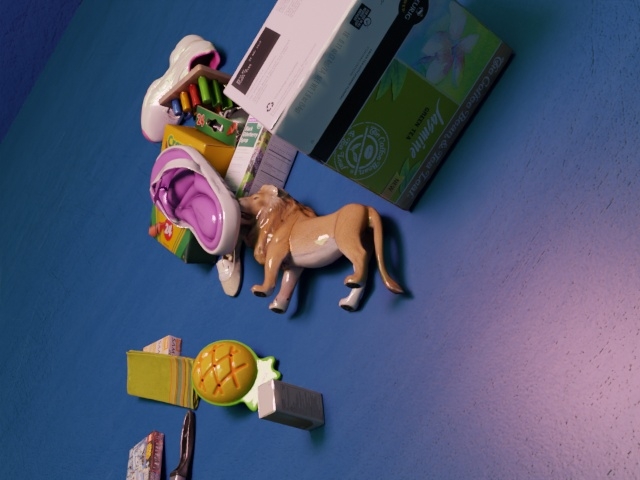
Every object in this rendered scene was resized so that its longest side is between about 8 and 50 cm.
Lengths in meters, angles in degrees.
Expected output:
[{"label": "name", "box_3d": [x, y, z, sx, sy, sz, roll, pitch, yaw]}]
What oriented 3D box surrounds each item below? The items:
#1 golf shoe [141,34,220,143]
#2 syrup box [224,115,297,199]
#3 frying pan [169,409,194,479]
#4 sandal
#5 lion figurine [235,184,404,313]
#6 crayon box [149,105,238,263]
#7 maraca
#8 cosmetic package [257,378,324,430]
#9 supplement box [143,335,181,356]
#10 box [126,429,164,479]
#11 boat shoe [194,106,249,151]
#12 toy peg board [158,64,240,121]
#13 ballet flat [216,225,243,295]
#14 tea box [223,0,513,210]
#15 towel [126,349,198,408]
[{"label": "golf shoe", "box_3d": [-0.363, -0.387, 2.094, 0.140, 0.115, 0.306, 30, 95, 49]}, {"label": "syrup box", "box_3d": [-0.121, -0.172, 1.704, 0.093, 0.096, 0.237, 13, 81, 52]}, {"label": "frying pan", "box_3d": [-0.256, 0.494, 1.531, 0.197, 0.053, 0.326, 0, 73, 49]}, {"label": "sandal", "box_3d": [-0.281, -0.096, 1.623, 0.416, 0.102, 0.169, 30, 112, 53]}, {"label": "lion figurine", "box_3d": [0.000, 0.000, 1.463, 0.392, 0.142, 0.240, -2, 60, 34]}, {"label": "crayon box", "box_3d": [-0.286, -0.130, 1.794, 0.202, 0.081, 0.318, 29, 112, 50]}, {"label": "maraca", "box_3d": [-0.161, 0.253, 1.517, 0.186, 0.099, 0.127, 11, 73, 26]}, {"label": "cosmetic package", "box_3d": [-0.049, 0.276, 1.354, 0.041, 0.115, 0.060, -33, 47, 34]}, {"label": "supplement box", "box_3d": [-0.350, 0.254, 1.777, 0.098, 0.036, 0.062, -28, 51, 36]}, {"label": "box", "box_3d": [-0.363, 0.472, 1.660, 0.094, 0.027, 0.137, -41, 34, 28]}, {"label": "boat shoe", "box_3d": [-0.221, -0.246, 1.863, 0.302, 0.091, 0.114, -29, 50, 36]}, {"label": "toy peg board", "box_3d": [-0.269, -0.323, 1.919, 0.161, 0.161, 0.079, -31, 63, 35]}, {"label": "ballet flat", "box_3d": [-0.197, 0.038, 1.708, 0.057, 0.052, 0.168, -25, 52, 39]}, {"label": "tea box", "box_3d": [0.078, -0.282, 1.350, 0.329, 0.323, 0.220, -58, 38, 9]}, {"label": "towel", "box_3d": [-0.339, 0.292, 1.716, 0.237, 0.021, 0.102, -1, 86, 42]}]
